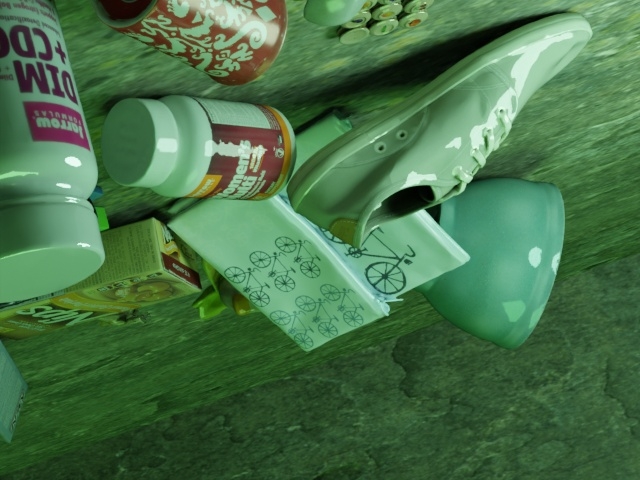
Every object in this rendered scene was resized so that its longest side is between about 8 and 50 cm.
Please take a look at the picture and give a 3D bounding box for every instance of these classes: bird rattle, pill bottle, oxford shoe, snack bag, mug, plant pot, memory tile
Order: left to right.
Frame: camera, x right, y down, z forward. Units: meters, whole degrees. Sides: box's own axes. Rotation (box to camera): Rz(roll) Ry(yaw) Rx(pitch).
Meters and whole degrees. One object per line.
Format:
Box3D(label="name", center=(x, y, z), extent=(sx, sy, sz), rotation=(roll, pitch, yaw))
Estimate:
Box3D(label="pill bottle", center=(-0.285, -0.099, 1.140), extent=(0.160, 0.283, 0.160), rotation=(-16, 165, -4))
Box3D(label="mug", center=(-0.138, -0.212, 1.238), extent=(0.150, 0.113, 0.169), rotation=(-27, 158, 27))
Box3D(label="pill bottle", center=(-0.143, -0.110, 1.556), extent=(0.121, 0.121, 0.221), rotation=(-30, 160, 39))
Box3D(label="bird rattle", center=(-0.078, 0.072, 2.102), extent=(0.253, 0.143, 0.207), rotation=(-3, -163, -16))
Box3D(label="snack bag", center=(0.000, 0.000, 1.871), extent=(0.342, 0.037, 0.323), rotation=(-27, 119, 33))
Box3D(label="memory tile", center=(0.078, -0.264, 1.460), extent=(0.113, 0.012, 0.148), rotation=(-14, 165, -11))
Box3D(label="oxford shoe", center=(0.168, -0.133, 1.644), extent=(0.449, 0.130, 0.169), rotation=(-34, 164, -12))
Box3D(label="plant pot", center=(0.261, 0.020, 2.213), extent=(0.196, 0.293, 0.293), rotation=(14, 157, -10))

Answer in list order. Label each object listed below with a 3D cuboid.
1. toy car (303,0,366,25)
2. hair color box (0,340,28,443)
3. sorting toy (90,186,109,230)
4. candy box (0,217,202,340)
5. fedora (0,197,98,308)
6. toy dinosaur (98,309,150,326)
Box3D(label="toy car", center=(-0.003, -0.285, 1.109), extent=(0.136, 0.159, 0.182), rotation=(-49, 174, -21))
Box3D(label="hair color box", center=(-0.599, 0.228, 2.125), extent=(0.185, 0.114, 0.374), rotation=(14, 161, -1))
Box3D(label="sorting toy", center=(-0.447, 0.009, 1.783), extent=(0.347, 0.047, 0.196), rotation=(-19, 164, 7))
Box3D(label="candy box", center=(-0.356, 0.062, 1.951), extent=(0.316, 0.088, 0.183), rotation=(-16, 165, 10))
Box3D(label="fedora", center=(-0.373, -0.070, 1.303), extent=(0.334, 0.334, 0.152), rotation=(-6, 128, -34))
Box3D(label="toy dinosaur", center=(-0.355, 0.134, 2.299), extent=(0.092, 0.053, 0.183), rotation=(-23, 164, 24))
